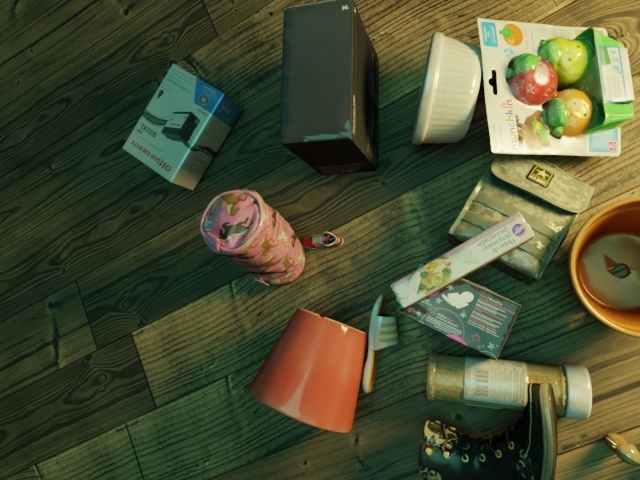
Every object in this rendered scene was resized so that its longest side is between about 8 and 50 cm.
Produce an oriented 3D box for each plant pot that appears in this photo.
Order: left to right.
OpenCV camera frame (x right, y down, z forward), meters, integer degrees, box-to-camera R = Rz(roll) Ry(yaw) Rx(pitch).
[{"bbox_3d":[-0.012,0.318,1.225,0.275,0.275,0.243,18,80,18],"label":"plant pot"},{"bbox_3d":[0.689,0.061,1.057,0.291,0.203,0.290,-2,84,17],"label":"plant pot"}]

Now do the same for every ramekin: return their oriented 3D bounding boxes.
[{"bbox_3d":[0.314,-0.368,1.197,0.127,0.273,0.272,10,87,7],"label":"ramekin"}]

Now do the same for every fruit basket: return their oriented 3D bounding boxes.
[{"bbox_3d":[0.542,-0.358,1.110,0.354,0.165,0.326,0,82,-19],"label":"fruit basket"}]

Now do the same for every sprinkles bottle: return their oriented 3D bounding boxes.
[{"bbox_3d":[0.437,0.342,1.145,0.356,0.121,0.121,2,84,17],"label":"sprinkles bottle"}]

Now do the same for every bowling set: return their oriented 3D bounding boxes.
[{"bbox_3d":[0.781,0.461,1.009,0.287,0.154,0.199,35,95,17],"label":"bowling set"}]

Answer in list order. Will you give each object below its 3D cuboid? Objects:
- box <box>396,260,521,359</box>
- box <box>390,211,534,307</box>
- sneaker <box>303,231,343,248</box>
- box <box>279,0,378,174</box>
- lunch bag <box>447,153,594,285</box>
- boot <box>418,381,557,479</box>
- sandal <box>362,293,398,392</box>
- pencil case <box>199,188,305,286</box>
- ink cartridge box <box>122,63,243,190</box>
[{"bbox_3d":[0.336,0.166,1.174,0.247,0.163,0.142,26,89,19],"label":"box"},{"bbox_3d":[0.312,0.049,1.074,0.324,0.067,0.063,-31,75,11],"label":"box"},{"bbox_3d":[0.000,0.000,1.345,0.119,0.067,0.042,-5,82,17],"label":"sneaker"},{"bbox_3d":[0.036,-0.377,1.249,0.179,0.312,0.342,-1,83,17],"label":"box"},{"bbox_3d":[0.481,-0.072,1.157,0.235,0.169,0.286,31,88,18],"label":"lunch bag"},{"bbox_3d":[0.374,0.469,1.088,0.285,0.138,0.377,6,115,26],"label":"boot"},{"bbox_3d":[0.166,0.271,1.255,0.076,0.102,0.265,8,95,16],"label":"sandal"},{"bbox_3d":[-0.159,0.006,1.224,0.160,0.386,0.167,-5,70,12],"label":"pencil case"},{"bbox_3d":[-0.425,-0.345,1.482,0.223,0.129,0.307,34,94,17],"label":"ink cartridge box"}]
